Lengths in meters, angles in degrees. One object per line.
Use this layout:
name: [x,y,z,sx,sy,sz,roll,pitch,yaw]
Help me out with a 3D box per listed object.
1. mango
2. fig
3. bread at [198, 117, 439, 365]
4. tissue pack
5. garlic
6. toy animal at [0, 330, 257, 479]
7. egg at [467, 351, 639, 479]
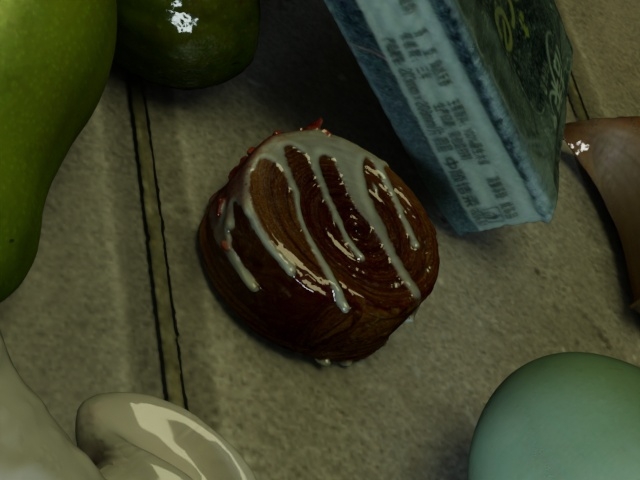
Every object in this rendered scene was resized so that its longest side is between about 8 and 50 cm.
mango: [-0.209,-0.097,0.758,0.175,0.143,0.293,21,56,-28]
fig: [-0.122,-0.167,0.896,0.156,0.123,0.123,-2,56,-17]
bread: [0.000,0.000,0.868,0.160,0.073,0.160,18,47,-21]
tissue pack: [0.090,-0.188,0.964,0.316,0.103,0.228,57,34,-36]
garlic: [0.288,-0.028,1.083,0.115,0.128,0.207,26,31,-50]
toy animal: [-0.150,0.138,0.593,0.357,0.194,0.258,36,16,-29]
egg: [0.176,0.172,0.781,0.168,0.168,0.231,2,49,-34]
